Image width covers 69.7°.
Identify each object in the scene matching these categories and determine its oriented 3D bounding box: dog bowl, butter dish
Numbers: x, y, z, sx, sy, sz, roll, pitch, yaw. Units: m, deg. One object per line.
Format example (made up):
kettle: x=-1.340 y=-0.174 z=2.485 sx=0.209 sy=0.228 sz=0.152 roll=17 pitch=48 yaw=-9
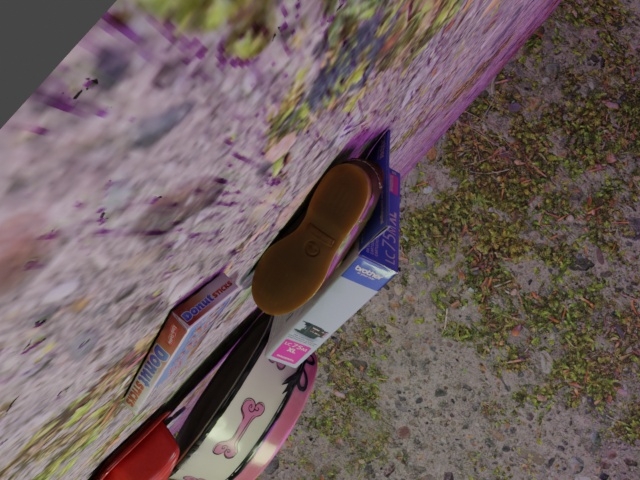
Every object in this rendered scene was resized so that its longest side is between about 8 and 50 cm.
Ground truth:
dog bowl: x=-0.162 y=0.354 z=1.014 sx=0.408 sy=0.150 sz=0.408 roll=-53 pitch=-172 yaw=10
butter dish: x=-0.307 y=0.406 z=0.798 sx=0.160 sy=0.118 sz=0.160 roll=-51 pitch=175 yaw=31

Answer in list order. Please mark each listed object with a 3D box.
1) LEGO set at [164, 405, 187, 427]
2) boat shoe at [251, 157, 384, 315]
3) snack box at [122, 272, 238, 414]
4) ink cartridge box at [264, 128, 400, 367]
LEGO set: x=-0.423 y=0.518 z=1.081 sx=0.244 sy=0.060 sz=0.182 roll=-48 pitch=172 yaw=8
boat shoe: x=0.000 y=0.000 z=0.503 sx=0.207 sy=0.073 sz=0.073 roll=-50 pitch=173 yaw=27
snack box: x=-0.133 y=0.101 z=0.425 sx=0.178 sy=0.022 sz=0.064 roll=-51 pitch=174 yaw=39
ink cartridge box: x=0.025 y=0.023 z=0.619 sx=0.311 sy=0.065 sz=0.186 roll=-54 pitch=-163 yaw=42
